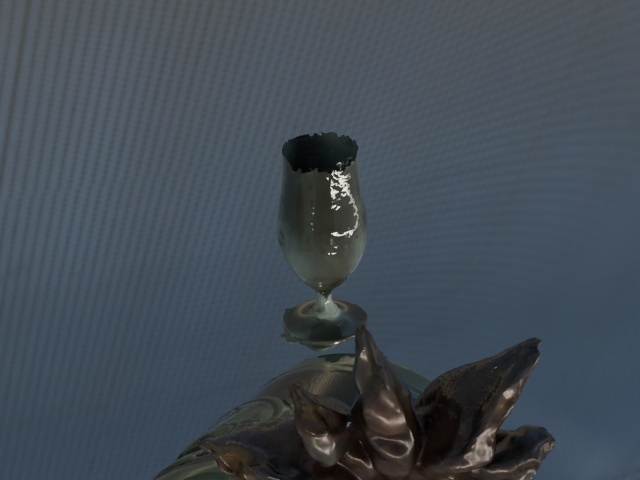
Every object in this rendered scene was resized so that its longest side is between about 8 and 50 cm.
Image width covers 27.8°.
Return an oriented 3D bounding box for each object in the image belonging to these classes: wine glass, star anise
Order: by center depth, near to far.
[{"bbox_3d":[0.034,0.117,0.653,0.195,0.065,0.182,7,126,0],"label":"star anise"},{"bbox_3d":[0.000,0.000,1.393,0.103,0.103,0.222,-19,122,-29],"label":"wine glass"}]

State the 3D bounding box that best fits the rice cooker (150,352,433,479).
[{"bbox_3d":[0.005,0.247,1.037,0.277,0.288,0.288,-37,156,-54],"label":"rice cooker"}]
